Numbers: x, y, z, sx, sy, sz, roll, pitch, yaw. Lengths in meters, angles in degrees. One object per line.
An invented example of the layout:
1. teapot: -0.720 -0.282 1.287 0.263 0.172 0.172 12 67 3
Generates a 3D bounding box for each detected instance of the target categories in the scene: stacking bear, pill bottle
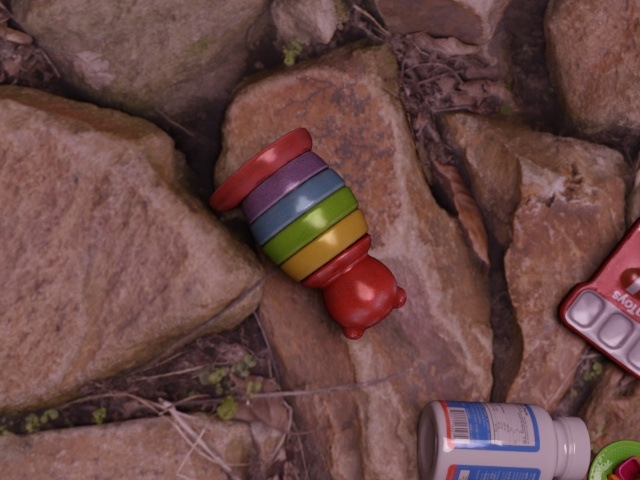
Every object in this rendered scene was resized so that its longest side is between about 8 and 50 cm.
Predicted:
1. stacking bear: 0.000 0.000 1.358 0.175 0.164 0.289 -37 90 -15
2. pill bottle: 0.256 0.290 1.344 0.221 0.124 0.124 5 76 -9

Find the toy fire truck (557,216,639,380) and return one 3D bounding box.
1. toy fire truck: 0.542 0.109 1.433 0.302 0.169 0.254 38 98 1

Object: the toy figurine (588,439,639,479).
1. toy figurine: 0.483 0.364 1.346 0.130 0.159 0.173 -32 85 -15
